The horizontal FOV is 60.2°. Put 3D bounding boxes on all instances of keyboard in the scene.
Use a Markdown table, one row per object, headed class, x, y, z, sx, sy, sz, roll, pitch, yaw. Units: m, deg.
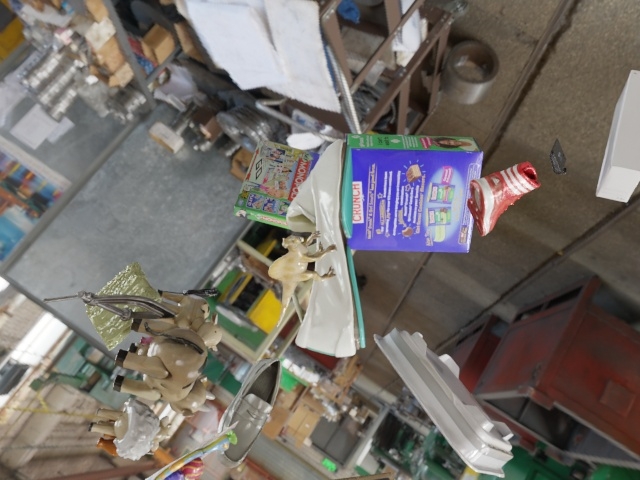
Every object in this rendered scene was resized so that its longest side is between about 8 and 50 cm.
| class | x | y | z | sx | sy | sz | roll | pitch | yaw |
| --- | --- | --- | --- | --- | --- | --- | --- | --- | --- |
| keyboard | 0.753 | -0.253 | 1.748 | 0.023 | 0.180 | 0.108 | -20 | 101 | 34 |

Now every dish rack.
| class | x | y | z | sx | sy | sz | roll | pitch | yaw |
| --- | --- | --- | --- | --- | --- | --- | --- | --- | --- |
| dish rack | 0.245 | 0.290 | 1.022 | 0.285 | 0.072 | 0.333 | 54 | -172 | 35 |

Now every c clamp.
| class | x | y | z | sx | sy | sz | roll | pitch | yaw |
| --- | --- | --- | --- | --- | --- | --- | --- | --- | --- |
| c clamp | -0.294 | 0.096 | 0.814 | 0.137 | 0.022 | 0.160 | -6 | 159 | 13 |

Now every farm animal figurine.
| class | x | y | z | sx | sy | sz | roll | pitch | yaw |
| --- | --- | --- | --- | --- | --- | --- | --- | --- | --- |
| farm animal figurine | -0.262 | 0.227 | 0.993 | 0.172 | 0.330 | 0.326 | 17 | 154 | -8 |

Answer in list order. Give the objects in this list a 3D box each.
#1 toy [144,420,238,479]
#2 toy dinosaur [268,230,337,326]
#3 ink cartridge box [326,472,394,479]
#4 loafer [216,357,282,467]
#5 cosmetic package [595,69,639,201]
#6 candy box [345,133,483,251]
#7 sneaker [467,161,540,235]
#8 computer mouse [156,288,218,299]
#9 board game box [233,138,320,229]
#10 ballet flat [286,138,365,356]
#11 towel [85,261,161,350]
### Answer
| class | x | y | z | sx | sy | sz | roll | pitch | yaw |
| --- | --- | --- | --- | --- | --- | --- | --- | --- | --- |
| toy | -0.278 | 0.488 | 1.187 | 0.056 | 0.237 | 0.137 | 49 | 137 | 16 |
| toy dinosaur | -0.030 | 0.039 | 0.769 | 0.053 | 0.093 | 0.183 | 58 | 152 | 35 |
| ink cartridge box | -0.030 | 0.392 | 0.710 | 0.193 | 0.234 | 0.088 | 12 | -138 | -37 |
| loafer | -0.190 | 0.460 | 1.517 | 0.112 | 0.319 | 0.111 | 33 | 139 | -16 |
| cosmetic package | 0.582 | -0.198 | 1.038 | 0.061 | 0.239 | 0.099 | 16 | 155 | 20 |
| candy box | 0.212 | -0.115 | 1.357 | 0.318 | 0.122 | 0.268 | 2 | 117 | 1 |
| sneaker | 0.361 | -0.078 | 1.075 | 0.221 | 0.128 | 0.087 | 44 | -154 | -73 |
| computer mouse | -0.375 | 0.144 | 1.374 | 0.242 | 0.041 | 0.071 | -3 | 176 | 5 |
| board game box | -0.132 | -0.183 | 1.770 | 0.214 | 0.317 | 0.046 | 14 | 141 | -2 |
| ballet flat | 0.000 | 0.000 | 0.950 | 0.139 | 0.399 | 0.139 | -2 | 157 | -1 |
| towel | -0.371 | 0.121 | 1.035 | 0.110 | 0.148 | 0.027 | 50 | -170 | 21 |
